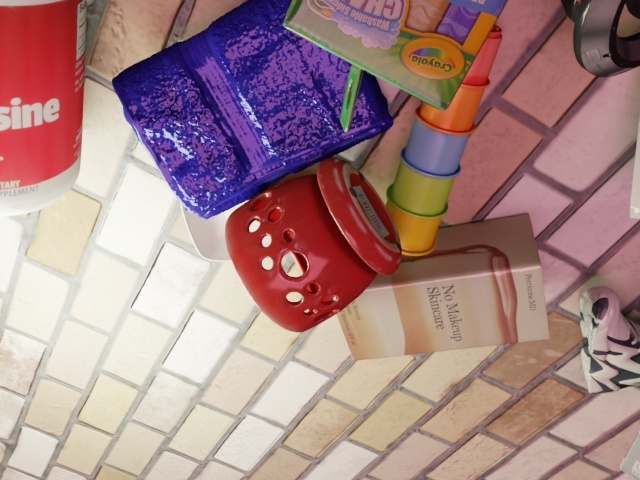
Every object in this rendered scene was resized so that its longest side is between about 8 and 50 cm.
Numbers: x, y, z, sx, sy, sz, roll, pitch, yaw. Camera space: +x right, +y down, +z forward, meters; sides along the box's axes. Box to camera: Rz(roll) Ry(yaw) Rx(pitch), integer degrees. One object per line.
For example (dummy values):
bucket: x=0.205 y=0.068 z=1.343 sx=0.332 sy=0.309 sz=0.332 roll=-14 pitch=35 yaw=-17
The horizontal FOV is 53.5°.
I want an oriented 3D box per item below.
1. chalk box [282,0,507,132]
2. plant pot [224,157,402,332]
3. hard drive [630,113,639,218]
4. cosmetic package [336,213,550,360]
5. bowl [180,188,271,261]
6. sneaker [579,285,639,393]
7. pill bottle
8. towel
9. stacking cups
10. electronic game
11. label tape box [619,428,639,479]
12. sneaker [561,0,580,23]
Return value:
chalk box: x=0.074 y=-0.252 z=0.643 sx=0.179 sy=0.180 sz=0.288 roll=26 pitch=106 yaw=-11
plant pot: x=0.000 y=0.000 z=0.831 sx=0.174 sy=0.191 sz=0.191 roll=-31 pitch=117 yaw=18
hard drive: x=0.506 y=-0.108 z=0.676 sx=0.308 sy=0.040 sz=0.202 roll=11 pitch=104 yaw=43
cosmetic package: x=0.178 y=0.075 z=0.955 sx=0.296 sy=0.129 sz=0.153 roll=-11 pitch=123 yaw=16
bowl: x=-0.130 y=-0.037 z=0.964 sx=0.142 sy=0.053 sz=0.141 roll=-4 pitch=126 yaw=10
sneaker: x=0.493 y=0.152 z=0.989 sx=0.153 sy=0.094 sz=0.234 roll=-9 pitch=125 yaw=13
pill bottle: x=-0.393 y=-0.246 z=0.736 sx=0.229 sy=0.229 sz=0.407 roll=16 pitch=127 yaw=-3
towel: x=-0.084 y=-0.170 z=0.807 sx=0.308 sy=0.076 sz=0.227 roll=-25 pitch=117 yaw=13
stacking cups: x=0.158 y=-0.125 z=0.829 sx=0.096 sy=0.096 sz=0.316 roll=15 pitch=127 yaw=-3
electronic game: x=0.351 y=-0.271 z=0.649 sx=0.229 sy=0.048 sz=0.229 roll=-25 pitch=144 yaw=-20
label tape box: x=0.591 y=0.195 z=0.911 sx=0.115 sy=0.249 sz=0.347 roll=35 pitch=138 yaw=38
sneaker: x=0.318 y=-0.363 z=0.614 sx=0.136 sy=0.115 sz=0.313 roll=2 pitch=128 yaw=3
